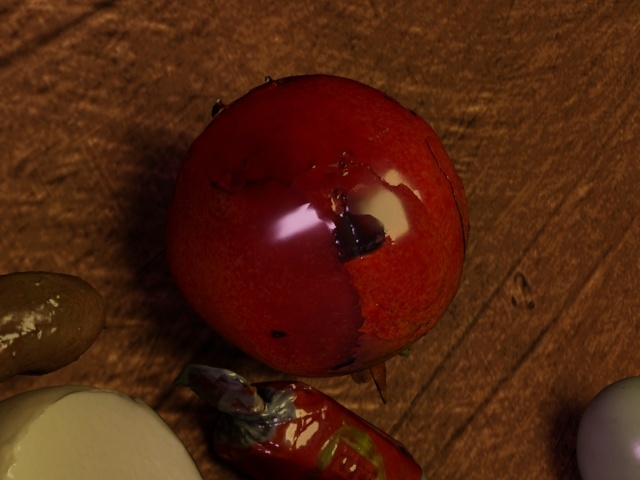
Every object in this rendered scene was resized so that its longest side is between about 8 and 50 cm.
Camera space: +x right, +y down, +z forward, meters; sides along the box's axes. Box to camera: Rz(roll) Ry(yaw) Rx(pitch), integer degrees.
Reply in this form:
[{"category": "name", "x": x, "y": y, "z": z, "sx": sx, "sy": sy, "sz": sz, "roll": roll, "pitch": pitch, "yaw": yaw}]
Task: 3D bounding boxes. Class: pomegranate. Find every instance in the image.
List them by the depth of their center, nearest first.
[{"category": "pomegranate", "x": 0.000, "y": 0.000, "z": 1.130, "sx": 0.210, "sy": 0.210, "sz": 0.235, "roll": -67, "pitch": 151, "yaw": -43}]

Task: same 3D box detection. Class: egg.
[{"category": "egg", "x": 0.316, "y": 0.205, "z": 1.522, "sx": 0.192, "sy": 0.149, "sz": 0.149, "roll": 42, "pitch": 44, "yaw": -25}]

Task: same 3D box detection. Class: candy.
[{"category": "candy", "x": 0.001, "y": 0.153, "z": 1.157, "sx": 0.292, "sy": 0.086, "sz": 0.059, "roll": 38, "pitch": 50, "yaw": -39}]

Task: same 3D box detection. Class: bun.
[{"category": "bun", "x": -0.146, "y": 0.168, "z": 0.912, "sx": 0.173, "sy": 0.120, "sz": 0.173, "roll": 29, "pitch": 49, "yaw": -39}]

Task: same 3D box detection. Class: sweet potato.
[{"category": "sweet potato", "x": -0.189, "y": 0.054, "z": 0.952, "sx": 0.226, "sy": 0.068, "sz": 0.068, "roll": -21, "pitch": 93, "yaw": -53}]
